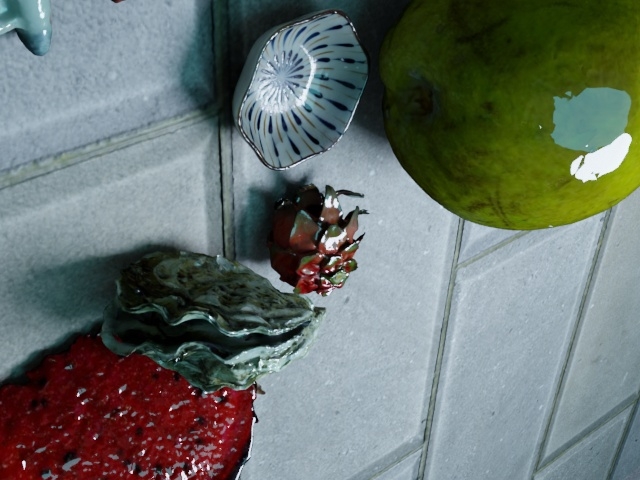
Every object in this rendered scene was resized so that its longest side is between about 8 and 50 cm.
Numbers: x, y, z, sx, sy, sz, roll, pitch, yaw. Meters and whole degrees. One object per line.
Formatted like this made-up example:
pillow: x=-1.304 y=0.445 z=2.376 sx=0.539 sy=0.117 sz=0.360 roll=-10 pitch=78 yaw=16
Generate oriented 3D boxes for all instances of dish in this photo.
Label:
dish: x=-0.034 y=-0.175 z=0.979 sx=0.191 sy=0.066 sz=0.190 roll=-29 pitch=137 yaw=-31

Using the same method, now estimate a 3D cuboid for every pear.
pear: x=0.266 y=-0.179 z=1.079 sx=0.413 sy=0.352 sz=0.352 roll=-8 pitch=125 yaw=-30

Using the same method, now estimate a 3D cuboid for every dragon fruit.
dragon fruit: x=-0.227 y=0.233 z=1.036 sx=0.343 sy=0.282 sz=0.100 roll=-28 pitch=179 yaw=-29
dragon fruit: x=-0.007 y=0.000 z=1.109 sx=0.130 sy=0.121 sz=0.142 roll=59 pitch=42 yaw=-83

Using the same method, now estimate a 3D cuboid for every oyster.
oyster: x=-0.109 y=0.095 z=0.997 sx=0.268 sy=0.198 sz=0.112 roll=17 pitch=115 yaw=-16

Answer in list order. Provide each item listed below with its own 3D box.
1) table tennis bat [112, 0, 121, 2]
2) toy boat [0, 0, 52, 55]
table tennis bat: x=-0.199 y=-0.282 z=0.768 sx=0.098 sy=0.019 sz=0.154 roll=-34 pitch=136 yaw=-21
toy boat: x=-0.282 y=-0.214 z=0.690 sx=0.134 sy=0.079 sz=0.207 roll=-30 pitch=139 yaw=-22
